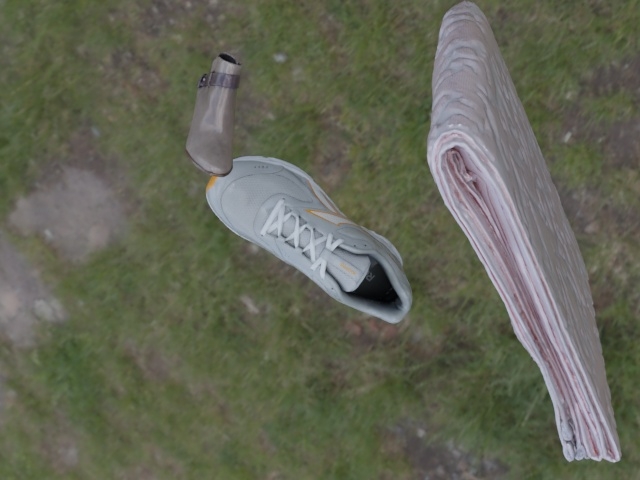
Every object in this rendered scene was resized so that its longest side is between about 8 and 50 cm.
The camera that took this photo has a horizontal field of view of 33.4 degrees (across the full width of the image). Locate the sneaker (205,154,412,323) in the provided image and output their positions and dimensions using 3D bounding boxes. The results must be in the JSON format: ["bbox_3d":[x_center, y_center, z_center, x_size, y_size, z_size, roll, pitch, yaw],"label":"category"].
[{"bbox_3d":[0.000,0.000,1.135,0.262,0.121,0.099,30,99,-22],"label":"sneaker"}]

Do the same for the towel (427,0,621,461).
[{"bbox_3d":[0.170,-0.021,0.919,0.053,0.332,0.317,-20,113,17],"label":"towel"}]

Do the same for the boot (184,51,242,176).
[{"bbox_3d":[-0.089,-0.115,0.933,0.042,0.118,0.087,12,112,-23],"label":"boot"}]
